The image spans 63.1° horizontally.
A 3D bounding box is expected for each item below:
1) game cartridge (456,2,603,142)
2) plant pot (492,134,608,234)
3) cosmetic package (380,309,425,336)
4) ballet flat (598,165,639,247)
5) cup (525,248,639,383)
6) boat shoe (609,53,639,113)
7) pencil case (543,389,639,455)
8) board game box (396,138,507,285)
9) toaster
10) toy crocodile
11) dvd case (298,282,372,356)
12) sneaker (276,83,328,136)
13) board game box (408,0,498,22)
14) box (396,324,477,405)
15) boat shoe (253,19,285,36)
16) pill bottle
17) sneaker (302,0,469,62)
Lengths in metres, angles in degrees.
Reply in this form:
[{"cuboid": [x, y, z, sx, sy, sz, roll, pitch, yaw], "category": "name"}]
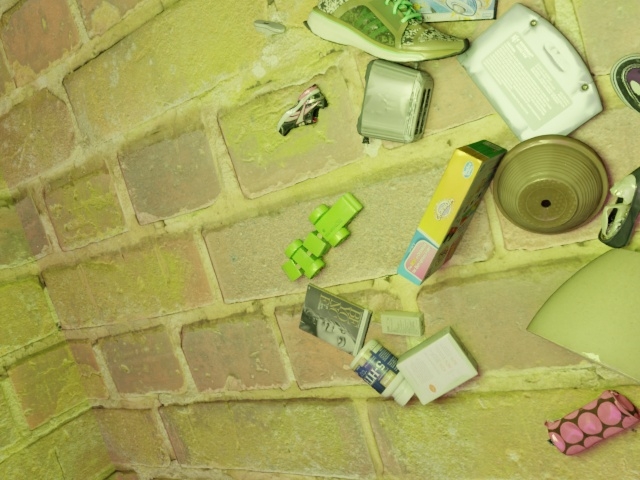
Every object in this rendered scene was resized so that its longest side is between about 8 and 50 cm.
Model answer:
[{"cuboid": [0.466, -0.357, 1.148, 0.198, 0.062, 0.297, -38, 84, 29], "category": "game cartridge"}, {"cuboid": [0.496, -0.102, 1.141, 0.238, 0.109, 0.237, 13, 125, 20], "category": "plant pot"}, {"cuboid": [0.232, 0.233, 1.468, 0.115, 0.041, 0.060, 2, 106, 30], "category": "cosmetic package"}, {"cuboid": [0.647, -0.077, 1.110, 0.074, 0.074, 0.203, 21, 117, 23], "category": "ballet flat"}, {"cuboid": [0.637, 0.156, 1.079, 0.331, 0.331, 0.236, 25, 89, 22], "category": "cup"}, {"cuboid": [0.695, -0.253, 1.014, 0.301, 0.102, 0.108, 49, 122, 9], "category": "boat shoe"}, {"cuboid": [0.652, 0.437, 1.259, 0.209, 0.095, 0.098, -46, 64, 30], "category": "pencil case"}, {"cuboid": [0.308, -0.070, 1.214, 0.064, 0.242, 0.316, 32, 117, 20], "category": "board game box"}, {"cuboid": [0.182, -0.328, 1.278, 0.147, 0.129, 0.226, 18, 112, 22], "category": "toaster"}, {"cuboid": [0.000, 0.000, 1.508, 0.115, 0.105, 0.340, 44, 117, 12], "category": "toy crocodile"}, {"cuboid": [0.041, 0.245, 1.597, 0.222, 0.018, 0.164, 22, 114, 23], "category": "dvd case"}, {"cuboid": [-0.050, -0.344, 1.445, 0.077, 0.072, 0.178, 47, 128, -2], "category": "sneaker"}, {"cuboid": [0.302, -0.572, 1.188, 0.201, 0.035, 0.136, 9, 109, 28], "category": "board game box"}, {"cuboid": [0.311, 0.332, 1.396, 0.171, 0.091, 0.130, -35, 86, 15], "category": "box"}, {"cuboid": [-0.141, -0.585, 1.448, 0.100, 0.035, 0.035, 19, 141, 20], "category": "boat shoe"}, {"cuboid": [0.187, 0.382, 1.498, 0.187, 0.112, 0.112, 38, 120, 15], "category": "pill bottle"}, {"cuboid": [0.148, -0.522, 1.187, 0.411, 0.158, 0.181, 24, 125, 21], "category": "sneaker"}]
